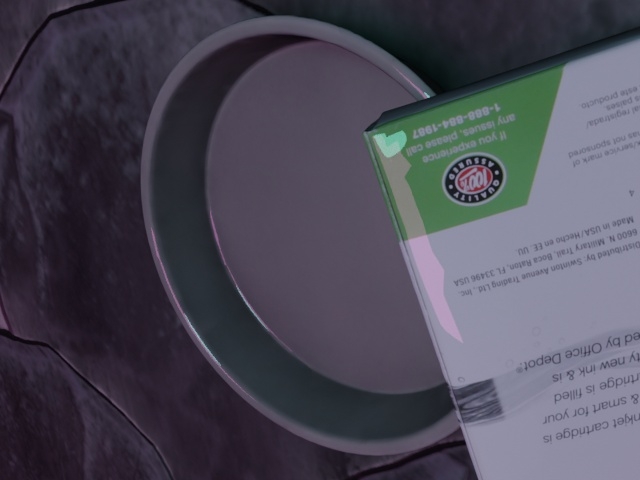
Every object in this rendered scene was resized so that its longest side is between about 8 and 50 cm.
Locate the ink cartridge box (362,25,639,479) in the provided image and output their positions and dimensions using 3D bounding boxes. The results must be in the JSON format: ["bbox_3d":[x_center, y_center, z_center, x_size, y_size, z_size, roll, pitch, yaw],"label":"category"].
[{"bbox_3d":[0.130,0.025,0.358,0.160,0.092,0.220,-17,100,11],"label":"ink cartridge box"}]

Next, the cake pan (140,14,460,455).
[{"bbox_3d":[0.000,0.000,0.517,0.293,0.054,0.293,16,119,32],"label":"cake pan"}]
